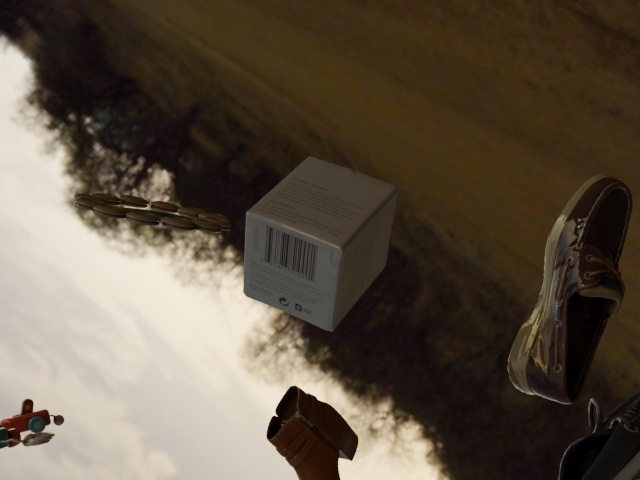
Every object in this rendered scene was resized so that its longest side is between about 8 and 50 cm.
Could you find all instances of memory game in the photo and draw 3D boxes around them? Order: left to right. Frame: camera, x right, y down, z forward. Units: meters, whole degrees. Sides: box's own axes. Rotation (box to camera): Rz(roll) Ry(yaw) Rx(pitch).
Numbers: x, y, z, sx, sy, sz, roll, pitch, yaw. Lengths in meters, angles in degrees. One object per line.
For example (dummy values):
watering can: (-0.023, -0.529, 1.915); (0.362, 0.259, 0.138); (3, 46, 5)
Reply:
memory game: (-0.193, -0.033, 1.046); (0.186, 0.012, 0.186); (11, -173, -1)

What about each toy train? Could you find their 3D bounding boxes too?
toy train: (-0.338, 0.195, 0.971); (0.166, 0.125, 0.046); (163, 96, -70)

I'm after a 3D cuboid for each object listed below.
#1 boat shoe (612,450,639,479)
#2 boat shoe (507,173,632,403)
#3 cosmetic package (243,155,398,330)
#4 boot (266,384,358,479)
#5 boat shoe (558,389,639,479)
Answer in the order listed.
boat shoe: (0.215, 0.189, 0.541); (0.105, 0.306, 0.113); (52, 142, 8)
boat shoe: (0.386, 0.070, 1.299); (0.123, 0.342, 0.123); (28, 173, -29)
cosmetic package: (0.000, 0.000, 1.299); (0.151, 0.183, 0.152); (22, 129, 20)
boot: (-0.023, 0.313, 1.262); (0.073, 0.197, 0.152); (-15, 135, 33)
boat shoe: (0.344, 0.263, 0.993); (0.155, 0.187, 0.500); (3, -162, 25)
